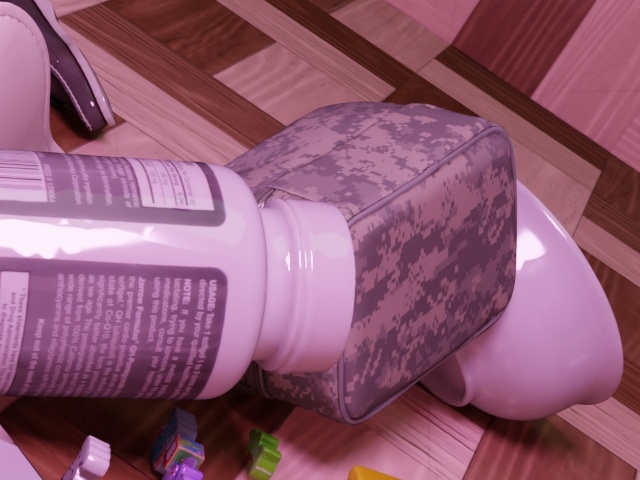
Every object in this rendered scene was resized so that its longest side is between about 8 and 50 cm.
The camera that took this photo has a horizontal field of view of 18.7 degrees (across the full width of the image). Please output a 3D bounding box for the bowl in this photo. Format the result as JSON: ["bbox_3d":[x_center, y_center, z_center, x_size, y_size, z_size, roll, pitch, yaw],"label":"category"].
[{"bbox_3d":[0.149,0.069,1.904,0.298,0.134,0.298,46,-22,25],"label":"bowl"}]

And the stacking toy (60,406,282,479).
[{"bbox_3d":[-0.109,0.171,1.453,0.167,0.052,0.221,28,16,-14],"label":"stacking toy"}]

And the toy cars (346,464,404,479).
[{"bbox_3d":[0.132,0.328,1.402,0.393,0.087,0.176,42,25,17],"label":"toy cars"}]

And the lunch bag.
[{"bbox_3d":[0.000,0.000,1.704,0.256,0.213,0.305,16,32,32],"label":"lunch bag"}]

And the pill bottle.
[{"bbox_3d":[-0.144,0.027,1.408,0.318,0.176,0.176,3,29,-20],"label":"pill bottle"}]

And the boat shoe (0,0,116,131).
[{"bbox_3d":[-0.284,-0.183,2.030,0.228,0.068,0.081,54,-13,38],"label":"boat shoe"}]

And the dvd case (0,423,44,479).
[{"bbox_3d":[-0.244,0.163,1.212,0.180,0.022,0.253,48,15,26],"label":"dvd case"}]

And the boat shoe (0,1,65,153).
[{"bbox_3d":[-0.270,-0.090,1.544,0.096,0.117,0.324,22,-24,13],"label":"boat shoe"}]
